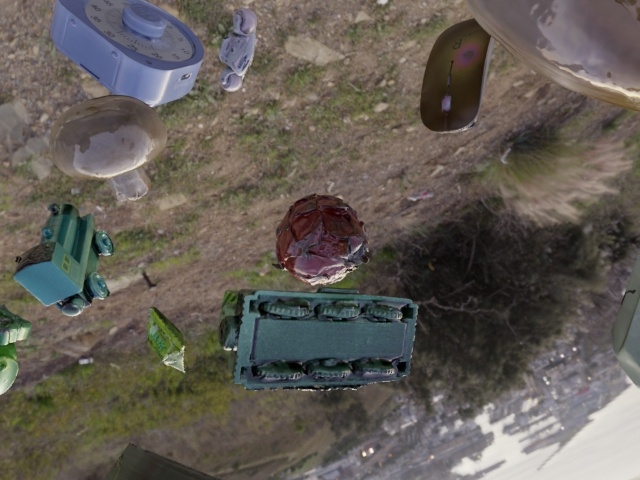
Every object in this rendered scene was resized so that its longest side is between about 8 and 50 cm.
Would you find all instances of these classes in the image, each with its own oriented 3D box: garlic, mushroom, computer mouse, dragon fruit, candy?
[{"bbox_3d":[0.206,-0.218,0.408,0.143,0.318,0.112,-47,166,33],"label":"garlic"},{"bbox_3d":[-0.383,-0.164,0.912,0.204,0.204,0.204,-14,142,-12],"label":"mushroom"},{"bbox_3d":[0.331,-0.406,1.175,0.158,0.310,0.072,4,165,43],"label":"computer mouse"},{"bbox_3d":[0.000,0.000,1.278,0.245,0.299,0.244,-3,96,-32],"label":"dragon fruit"},{"bbox_3d":[-0.434,0.297,1.371,0.069,0.149,0.246,-39,161,-30],"label":"candy"}]

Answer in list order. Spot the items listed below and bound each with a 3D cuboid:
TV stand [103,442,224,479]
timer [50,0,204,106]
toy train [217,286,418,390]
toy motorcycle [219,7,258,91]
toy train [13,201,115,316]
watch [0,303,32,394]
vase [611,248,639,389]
[{"bbox_3d":[-0.168,0.309,0.565,0.088,0.082,0.270,46,145,-22],"label":"TV stand"},{"bbox_3d":[-0.510,-0.570,1.389,0.395,0.395,0.173,6,135,-33],"label":"timer"},{"bbox_3d":[-0.011,0.138,0.752,0.330,0.178,0.138,8,91,-32],"label":"toy train"},{"bbox_3d":[-0.248,-0.581,1.514,0.113,0.112,0.254,2,124,-30],"label":"toy motorcycle"},{"bbox_3d":[-0.595,0.033,1.157,0.120,0.298,0.194,-23,132,2],"label":"toy train"},{"bbox_3d":[-0.577,0.181,0.807,0.152,0.165,0.131,-67,167,3],"label":"watch"},{"bbox_3d":[0.430,-0.003,0.535,0.165,0.165,0.360,-3,101,-25],"label":"vase"}]
